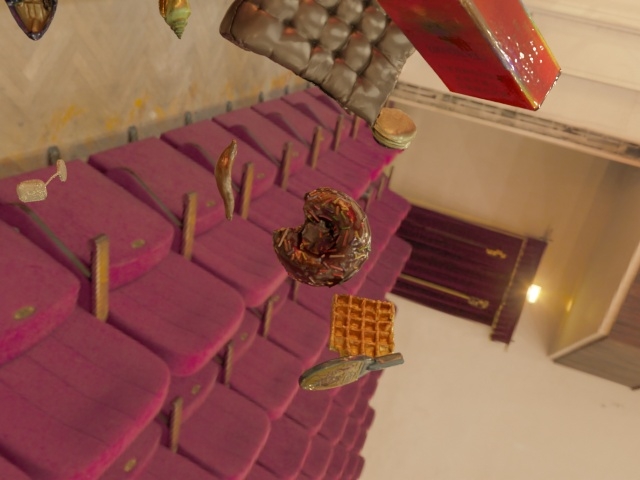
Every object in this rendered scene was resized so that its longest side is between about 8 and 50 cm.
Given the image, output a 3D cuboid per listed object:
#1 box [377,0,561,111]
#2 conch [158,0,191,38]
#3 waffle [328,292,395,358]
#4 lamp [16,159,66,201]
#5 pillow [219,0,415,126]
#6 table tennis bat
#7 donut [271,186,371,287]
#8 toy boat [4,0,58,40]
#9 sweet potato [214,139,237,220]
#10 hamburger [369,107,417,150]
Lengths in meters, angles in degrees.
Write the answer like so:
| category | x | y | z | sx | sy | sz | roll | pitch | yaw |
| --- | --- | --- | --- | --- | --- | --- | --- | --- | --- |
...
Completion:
| category | x | y | z | sx | sy | sz | roll | pitch | yaw |
| --- | --- | --- | --- | --- | --- | --- | --- | --- | --- |
| box | 0.123 | -0.189 | 0.522 | 0.175 | 0.112 | 0.048 | 34 | 89 | -43 |
| conch | -0.438 | -0.700 | 1.798 | 0.079 | 0.094 | 0.201 | 60 | 10 | -73 |
| waffle | 0.100 | 0.221 | 1.419 | 0.211 | 0.160 | 0.055 | -85 | -175 | -55 |
| lamp | -0.608 | -0.135 | 1.331 | 0.198 | 0.056 | 0.050 | -107 | -170 | -68 |
| pillow | 0.022 | -0.349 | 0.975 | 0.326 | 0.101 | 0.228 | 20 | 109 | -39 |
| table tennis bat | 0.044 | 0.184 | 0.855 | 0.100 | 0.154 | 0.019 | 100 | -24 | -56 |
| donut | 0.001 | -0.001 | 1.353 | 0.230 | 0.216 | 0.096 | -34 | 172 | 6 |
| toy boat | -0.563 | -0.519 | 1.143 | 0.115 | 0.114 | 0.262 | -108 | -162 | -53 |
| sweet potato | -0.292 | -0.184 | 1.839 | 0.069 | 0.059 | 0.250 | -3 | 98 | -40 |
| hamburger | 0.196 | -0.308 | 1.656 | 0.133 | 0.139 | 0.062 | 67 | -30 | 29 |
